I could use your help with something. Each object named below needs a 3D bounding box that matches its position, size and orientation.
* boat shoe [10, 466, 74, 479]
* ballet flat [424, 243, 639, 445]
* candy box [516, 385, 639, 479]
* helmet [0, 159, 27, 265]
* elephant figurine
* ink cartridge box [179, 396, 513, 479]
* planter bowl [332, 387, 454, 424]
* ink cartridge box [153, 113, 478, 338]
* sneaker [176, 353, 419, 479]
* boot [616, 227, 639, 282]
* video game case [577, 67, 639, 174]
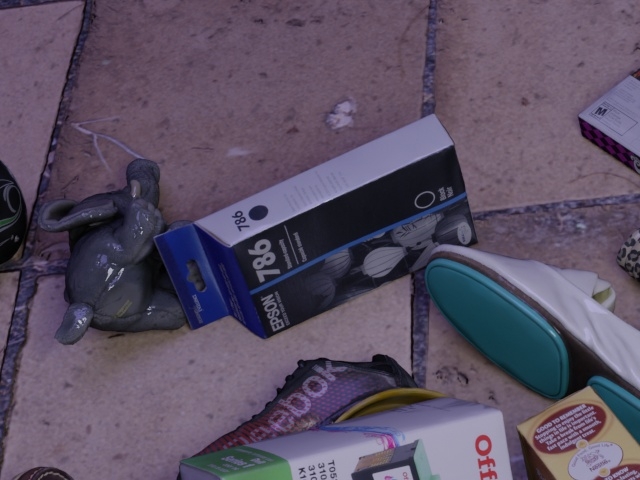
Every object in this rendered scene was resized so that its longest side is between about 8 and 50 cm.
[{"bbox_3d":[-0.232,0.349,1.753,0.123,0.123,0.342,-42,40,33],"label":"boat shoe"},{"bbox_3d":[0.282,0.110,1.844,0.139,0.139,0.400,-41,57,-20],"label":"ballet flat"},{"bbox_3d":[0.293,0.299,1.619,0.087,0.183,0.316,-26,46,-9],"label":"candy box"},{"bbox_3d":[-0.441,-0.020,2.174,0.169,0.169,0.161,17,39,30],"label":"helmet"},{"bbox_3d":[-0.239,0.006,2.105,0.239,0.186,0.169,36,109,50],"label":"elephant figurine"},{"bbox_3d":[0.035,0.267,1.647,0.278,0.201,0.117,-11,5,-24],"label":"ink cartridge box"},{"bbox_3d":[0.065,0.247,1.774,0.217,0.217,0.090,-39,13,-18],"label":"planter bowl"},{"bbox_3d":[0.000,0.000,2.001,0.332,0.165,0.065,-24,47,-4],"label":"ink cartridge box"},{"bbox_3d":[-0.020,0.193,1.878,0.276,0.098,0.135,-20,46,-4],"label":"sneaker"},{"bbox_3d":[0.439,0.010,1.904,0.236,0.085,0.178,-34,47,-9],"label":"boot"},{"bbox_3d":[0.441,-0.133,2.067,0.210,0.042,0.232,-37,49,-16],"label":"video game case"}]
